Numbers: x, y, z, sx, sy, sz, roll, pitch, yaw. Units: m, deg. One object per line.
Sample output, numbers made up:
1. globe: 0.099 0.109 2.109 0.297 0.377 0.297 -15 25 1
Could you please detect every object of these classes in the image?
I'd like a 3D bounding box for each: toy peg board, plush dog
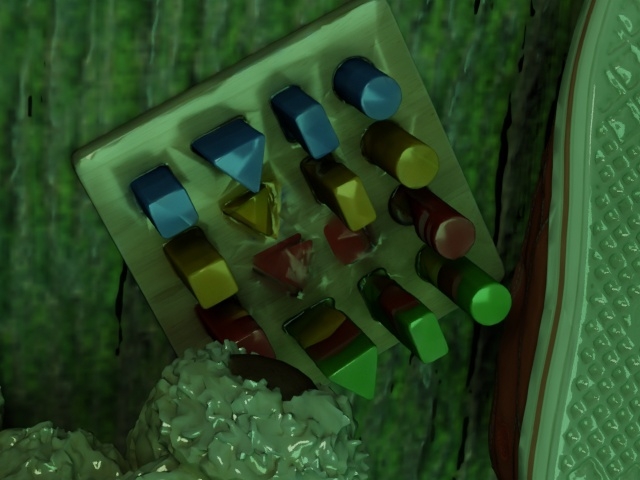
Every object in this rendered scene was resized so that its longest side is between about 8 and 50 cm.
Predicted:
1. toy peg board: 0.000 0.000 0.741 0.161 0.079 0.161 -30 115 -9
2. plush dog: -0.127 0.153 0.634 0.262 0.225 0.211 10 110 4

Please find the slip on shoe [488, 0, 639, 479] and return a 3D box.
1. slip on shoe: 0.145 -0.013 0.781 0.123 0.101 0.331 11 90 -20
